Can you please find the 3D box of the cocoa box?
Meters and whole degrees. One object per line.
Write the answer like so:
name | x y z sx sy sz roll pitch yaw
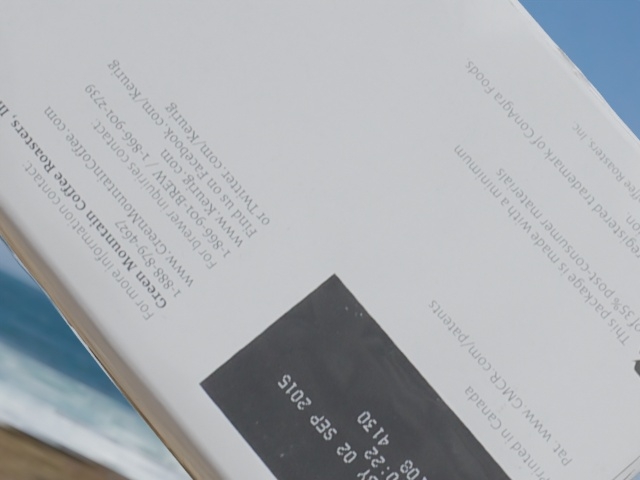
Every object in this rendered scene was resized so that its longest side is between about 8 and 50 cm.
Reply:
cocoa box | 0.000 0.000 0.819 0.347 0.231 0.228 50 -9 10
